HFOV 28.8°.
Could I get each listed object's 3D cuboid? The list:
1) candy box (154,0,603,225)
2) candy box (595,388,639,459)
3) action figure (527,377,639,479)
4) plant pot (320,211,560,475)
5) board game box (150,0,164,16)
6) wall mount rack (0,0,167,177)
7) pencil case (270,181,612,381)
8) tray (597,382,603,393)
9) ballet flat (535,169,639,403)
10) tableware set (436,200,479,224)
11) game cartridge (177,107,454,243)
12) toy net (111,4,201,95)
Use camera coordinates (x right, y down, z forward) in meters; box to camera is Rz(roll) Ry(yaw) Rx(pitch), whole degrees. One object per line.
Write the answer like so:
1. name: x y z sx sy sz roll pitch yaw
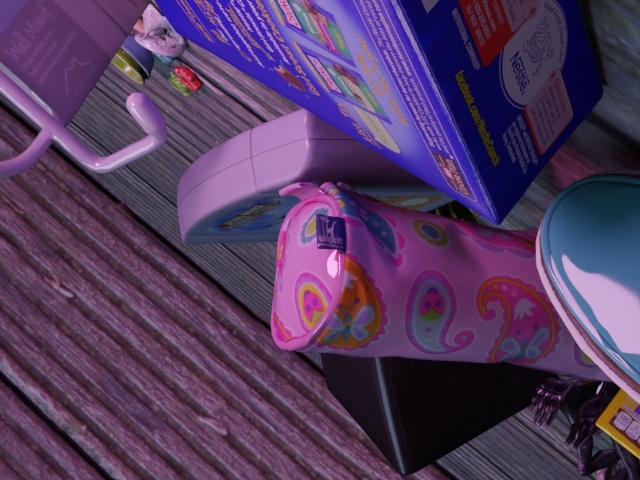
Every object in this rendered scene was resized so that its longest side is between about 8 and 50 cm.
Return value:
1. candy box: -0.010 -0.183 0.734 0.317 0.122 0.268 34 168 33
2. candy box: 0.328 0.166 0.975 0.206 0.105 0.027 38 -163 20
3. action figure: 0.293 0.242 1.140 0.276 0.141 0.164 49 166 -21
4. plant pot: 0.098 0.084 1.235 0.188 0.187 0.167 45 160 55
5. board game box: -0.189 -0.291 1.201 0.186 0.026 0.126 47 168 -24
6. wall mount rack: -0.203 -0.228 0.924 0.130 0.350 0.304 -23 122 40
7. pencil case: 0.102 0.032 0.887 0.284 0.124 0.124 9 -176 -24
8. tray: 0.316 0.153 1.156 0.270 0.030 0.145 39 168 15
9. ballet flat: 0.299 0.083 0.728 0.400 0.139 0.139 31 165 41
10. tableware set: 0.145 0.016 1.034 0.104 0.024 0.154 25 -145 -42
11. game cartridge: -0.003 -0.044 0.999 0.297 0.198 0.062 156 106 -65
12. toy net: -0.193 -0.216 1.466 0.122 0.045 0.232 43 169 -7
